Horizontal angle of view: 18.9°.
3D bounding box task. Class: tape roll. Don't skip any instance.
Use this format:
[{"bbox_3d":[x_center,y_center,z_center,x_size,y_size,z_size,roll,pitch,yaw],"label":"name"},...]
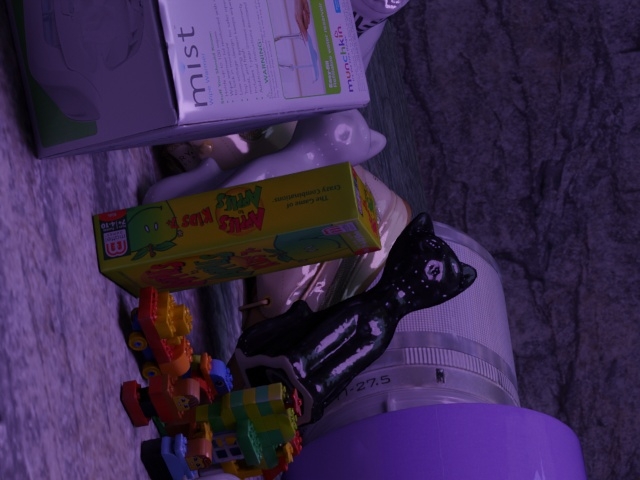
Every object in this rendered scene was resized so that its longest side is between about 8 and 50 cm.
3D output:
[{"bbox_3d":[0.104,0.243,1.710,0.275,0.274,0.090,63,18,-58],"label":"tape roll"}]

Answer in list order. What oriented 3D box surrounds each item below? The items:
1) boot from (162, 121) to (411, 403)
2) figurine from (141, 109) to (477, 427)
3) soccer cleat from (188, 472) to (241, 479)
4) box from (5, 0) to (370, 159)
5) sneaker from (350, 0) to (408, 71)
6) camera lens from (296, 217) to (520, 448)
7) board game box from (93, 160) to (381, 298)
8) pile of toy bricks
[{"bbox_3d":[-0.060,0.003,1.546,0.203,0.095,0.262,45,62,-20],"label":"boot"},{"bbox_3d":[0.000,0.000,1.484,0.215,0.209,0.092,57,-30,-6],"label":"figurine"},{"bbox_3d":[-0.037,0.308,1.258,0.143,0.116,0.331,-61,138,-76],"label":"soccer cleat"},{"bbox_3d":[-0.096,-0.198,1.269,0.231,0.126,0.262,-15,93,-56],"label":"box"},{"bbox_3d":[-0.007,-0.193,1.721,0.210,0.137,0.366,-93,-154,-84],"label":"sneaker"},{"bbox_3d":[0.083,0.132,1.896,0.219,0.219,0.274,68,13,-48],"label":"camera lens"},{"bbox_3d":[-0.056,-0.005,1.334,0.092,0.181,0.043,48,31,-72],"label":"board game box"},{"bbox_3d":[-0.062,0.129,1.370,0.118,0.105,0.212,-92,167,-46],"label":"pile of toy bricks"}]
